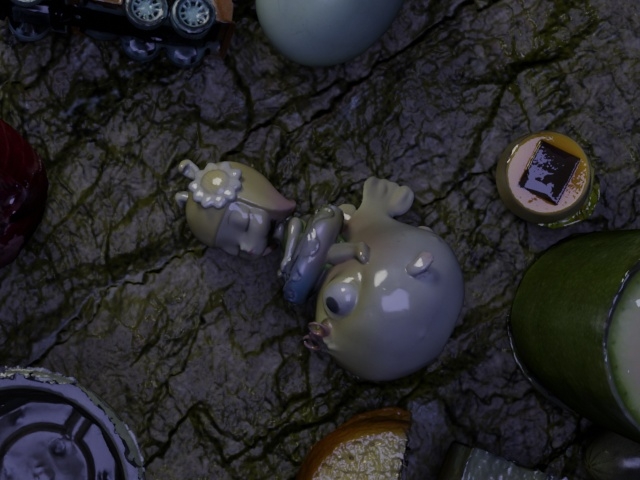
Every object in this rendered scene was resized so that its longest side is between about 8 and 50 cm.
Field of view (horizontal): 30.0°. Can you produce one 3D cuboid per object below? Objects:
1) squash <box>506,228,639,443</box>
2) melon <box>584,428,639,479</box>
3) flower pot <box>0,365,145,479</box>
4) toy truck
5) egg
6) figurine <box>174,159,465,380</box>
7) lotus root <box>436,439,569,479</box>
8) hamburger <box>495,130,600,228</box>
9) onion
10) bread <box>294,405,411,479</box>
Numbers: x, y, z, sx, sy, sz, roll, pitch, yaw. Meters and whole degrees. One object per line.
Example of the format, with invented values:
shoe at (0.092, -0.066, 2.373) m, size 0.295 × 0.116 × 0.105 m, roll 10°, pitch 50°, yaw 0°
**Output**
squash at (0.396, 0.110, 1.425) m, size 0.263 × 0.384 × 0.263 m, roll 0°, pitch 89°, yaw -7°
melon at (0.408, 0.284, 1.556) m, size 0.130 × 0.098 × 0.098 m, roll -11°, pitch 88°, yaw -13°
flower pot at (-0.339, 0.280, 1.378) m, size 0.290 × 0.259 × 0.291 m, roll 0°, pitch 87°, yaw -6°
toy truck at (-0.270, -0.340, 1.490) m, size 0.338 × 0.133 × 0.185 m, roll 9°, pitch 76°, yaw -10°
egg at (0.024, -0.340, 1.499) m, size 0.182 × 0.183 × 0.264 m, roll 31°, pitch 77°, yaw -5°
figurine at (0.000, 0.000, 1.503) m, size 0.394 × 0.227 × 0.275 m, roll 26°, pitch 53°, yaw 5°
lotus root at (0.244, 0.414, 1.506) m, size 0.267 × 0.149 × 0.260 m, roll 20°, pitch 83°, yaw -15°
hamburger at (0.301, -0.080, 1.573) m, size 0.141 × 0.081 × 0.127 m, roll 11°, pitch 83°, yaw 5°
onion at (-0.454, -0.065, 1.424) m, size 0.252 × 0.219 × 0.252 m, roll -11°, pitch 127°, yaw -14°
bread at (0.027, 0.327, 1.491) m, size 0.134 × 0.129 × 0.260 m, roll 13°, pitch 84°, yaw 1°
